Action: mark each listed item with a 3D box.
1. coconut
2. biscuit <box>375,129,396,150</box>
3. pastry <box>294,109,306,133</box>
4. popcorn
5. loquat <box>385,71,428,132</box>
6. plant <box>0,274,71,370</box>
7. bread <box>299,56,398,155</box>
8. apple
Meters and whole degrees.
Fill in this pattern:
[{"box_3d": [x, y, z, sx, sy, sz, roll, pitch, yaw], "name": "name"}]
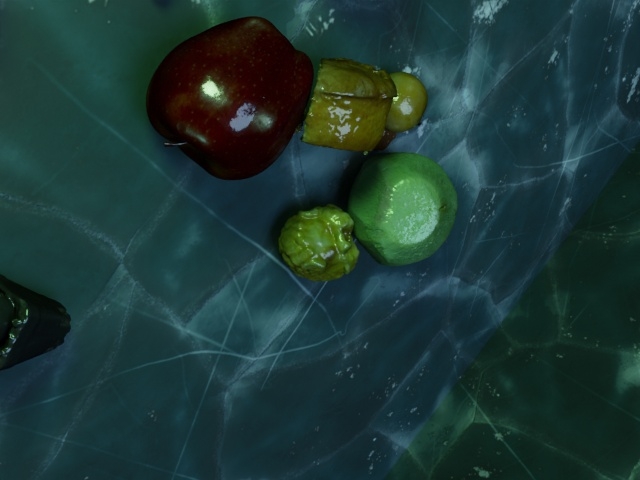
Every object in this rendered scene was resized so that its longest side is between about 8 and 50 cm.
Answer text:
[{"box_3d": [0.208, -0.084, 1.823, 0.281, 0.328, 0.328, -14, 129, -4], "name": "coconut"}, {"box_3d": [0.154, -0.288, 1.842, 0.130, 0.019, 0.102, -6, 118, -42], "name": "biscuit"}, {"box_3d": [-0.096, -0.271, 1.585, 0.140, 0.056, 0.080, -18, 134, -44], "name": "pastry"}, {"box_3d": [0.000, 0.000, 1.778, 0.226, 0.200, 0.203, 17, 74, -18], "name": "popcorn"}, {"box_3d": [0.198, -0.348, 1.754, 0.163, 0.137, 0.163, 7, 80, -43], "name": "loquat"}, {"box_3d": [-0.592, 0.151, 1.294, 0.141, 0.164, 0.256, -57, 151, 1], "name": "plant"}, {"box_3d": [0.064, -0.287, 1.498, 0.179, 0.340, 0.194, 15, 105, -4], "name": "bread"}, {"box_3d": [-0.170, -0.271, 1.348, 0.317, 0.288, 0.288, -52, 140, -20], "name": "apple"}]
